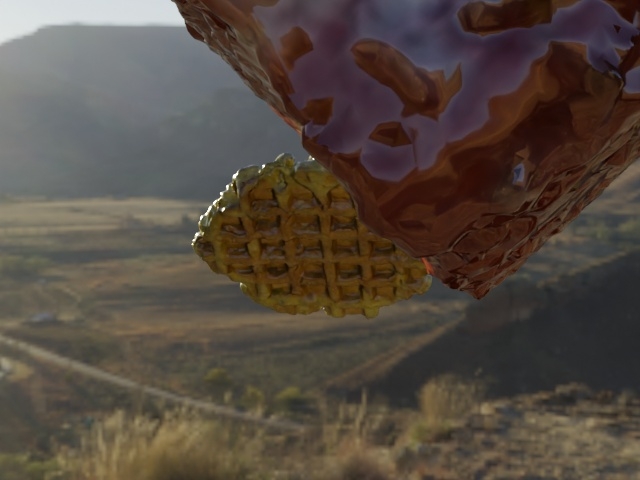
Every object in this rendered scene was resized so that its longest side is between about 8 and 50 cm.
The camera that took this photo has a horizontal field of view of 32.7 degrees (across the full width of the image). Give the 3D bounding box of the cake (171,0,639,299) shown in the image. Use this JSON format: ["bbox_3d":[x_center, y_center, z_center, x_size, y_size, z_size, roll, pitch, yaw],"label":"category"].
[{"bbox_3d":[0.048,-0.171,0.473,0.319,0.269,0.270,46,3,10],"label":"cake"}]

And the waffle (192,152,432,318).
[{"bbox_3d":[0.000,0.000,1.397,0.302,0.068,0.325,32,-46,-25],"label":"waffle"}]
